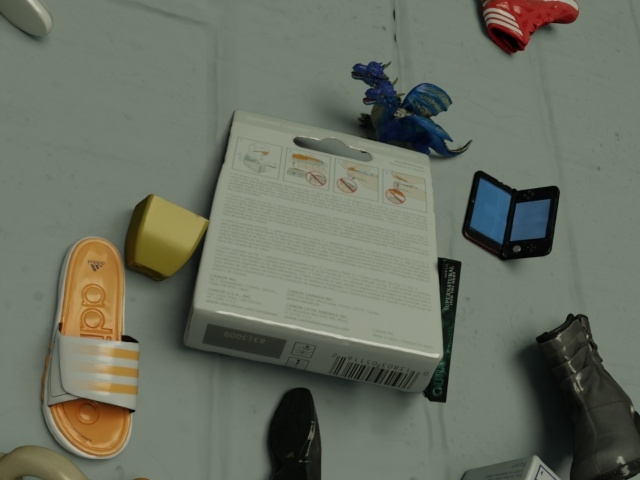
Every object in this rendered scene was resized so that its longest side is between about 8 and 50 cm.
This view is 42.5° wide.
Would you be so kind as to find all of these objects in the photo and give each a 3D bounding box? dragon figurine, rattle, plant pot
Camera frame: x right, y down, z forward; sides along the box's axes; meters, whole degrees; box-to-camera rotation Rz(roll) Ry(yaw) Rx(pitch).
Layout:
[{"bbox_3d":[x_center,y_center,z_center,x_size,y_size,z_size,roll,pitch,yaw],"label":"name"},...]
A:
[{"bbox_3d":[0.156,-0.186,1.280,0.289,0.144,0.085,16,62,-26],"label":"dragon figurine"},{"bbox_3d":[-0.293,0.232,0.863,0.199,0.130,0.143,28,41,13],"label":"rattle"},{"bbox_3d":[-0.199,0.003,1.018,0.081,0.081,0.083,26,71,-20],"label":"plant pot"}]

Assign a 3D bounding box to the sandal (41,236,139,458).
[{"bbox_3d":[-0.256,0.110,0.932,0.102,0.076,0.265,6,67,-30],"label":"sandal"}]

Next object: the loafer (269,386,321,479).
[{"bbox_3d":[-0.027,0.269,1.028,0.061,0.062,0.170,57,30,-50],"label":"loafer"}]

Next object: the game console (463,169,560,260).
[{"bbox_3d":[0.319,-0.049,1.364,0.085,0.124,0.144,48,48,-39],"label":"game console"}]

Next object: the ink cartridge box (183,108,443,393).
[{"bbox_3d":[0.000,0.000,1.110,0.308,0.091,0.385,12,45,-8],"label":"ink cartridge box"}]

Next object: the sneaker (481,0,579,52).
[{"bbox_3d":[0.406,-0.414,1.593,0.221,0.087,0.128,3,76,-18],"label":"sneaker"}]

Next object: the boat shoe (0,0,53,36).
[{"bbox_3d":[-0.405,-0.340,1.053,0.184,0.066,0.063,40,54,0],"label":"boat shoe"}]

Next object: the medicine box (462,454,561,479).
[{"bbox_3d":[0.267,0.478,1.054,0.263,0.149,0.289,44,54,-8],"label":"medicine box"}]

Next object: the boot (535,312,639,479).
[{"bbox_3d":[0.383,0.230,1.212,0.223,0.118,0.338,64,18,8],"label":"boot"}]

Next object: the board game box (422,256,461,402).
[{"bbox_3d":[0.159,0.116,1.124,0.026,0.126,0.186,6,90,-2],"label":"board game box"}]
